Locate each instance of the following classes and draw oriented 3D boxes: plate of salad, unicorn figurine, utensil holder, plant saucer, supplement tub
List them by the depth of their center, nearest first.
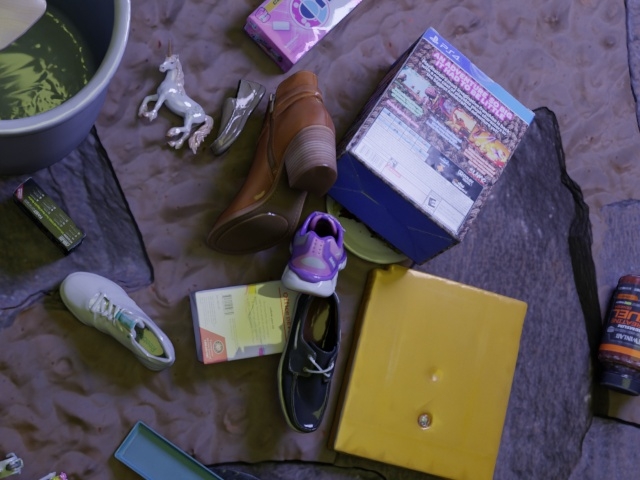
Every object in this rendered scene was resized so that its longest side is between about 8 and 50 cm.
[{"bbox_3d":[-0.446,-0.271,1.484,0.327,0.385,0.328,2,84,-15],"label":"utensil holder"},{"bbox_3d":[-0.222,0.354,1.624,0.192,0.018,0.067,30,75,20],"label":"plant saucer"},{"bbox_3d":[-0.236,-0.224,1.711,0.111,0.060,0.162,-48,113,-15],"label":"unicorn figurine"},{"bbox_3d":[0.108,-0.061,1.785,0.199,0.048,0.200,1,84,-14],"label":"plate of salad"},{"bbox_3d":[0.545,0.166,1.847,0.106,0.106,0.198,21,79,-12],"label":"supplement tub"}]

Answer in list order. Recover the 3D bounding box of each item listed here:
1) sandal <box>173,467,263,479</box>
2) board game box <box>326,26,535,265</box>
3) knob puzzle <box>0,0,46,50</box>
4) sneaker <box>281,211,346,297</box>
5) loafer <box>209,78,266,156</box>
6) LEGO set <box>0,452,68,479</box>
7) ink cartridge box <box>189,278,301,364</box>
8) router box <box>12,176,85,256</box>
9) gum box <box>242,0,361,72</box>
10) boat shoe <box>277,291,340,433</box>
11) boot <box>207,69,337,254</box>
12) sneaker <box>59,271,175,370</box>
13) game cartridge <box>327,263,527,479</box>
[{"bbox_3d":[-0.031,0.474,1.631,0.445,0.107,0.168,16,73,5],"label":"sandal"},{"bbox_3d":[0.169,-0.151,1.729,0.232,0.141,0.291,38,62,-8],"label":"board game box"},{"bbox_3d":[-0.427,-0.299,1.277,0.213,0.030,0.213,2,83,-15],"label":"knob puzzle"},{"bbox_3d":[0.000,0.000,1.654,0.095,0.236,0.105,12,109,0],"label":"sneaker"},{"bbox_3d":[-0.143,-0.201,1.731,0.050,0.056,0.148,33,67,-9],"label":"loafer"},{"bbox_3d":[-0.411,0.452,1.582,0.132,0.107,0.287,-11,92,19],"label":"LEGO set"},{"bbox_3d":[-0.101,0.125,1.696,0.198,0.067,0.115,-7,90,-15],"label":"ink cartridge box"},{"bbox_3d":[-0.413,-0.034,1.619,0.038,0.092,0.122,-44,95,-15],"label":"router box"},{"bbox_3d":[-0.031,-0.377,1.774,0.107,0.062,0.188,46,75,-6],"label":"gum box"},{"bbox_3d":[-0.013,0.183,1.644,0.084,0.079,0.233,9,85,-20],"label":"boat shoe"},{"bbox_3d":[-0.086,-0.124,1.696,0.109,0.283,0.220,19,44,-32],"label":"boot"},{"bbox_3d":[-0.305,0.119,1.630,0.212,0.094,0.080,38,77,-8],"label":"sneaker"},{"bbox_3d":[0.182,0.223,1.776,0.285,0.052,0.324,17,78,-13],"label":"game cartridge"}]
